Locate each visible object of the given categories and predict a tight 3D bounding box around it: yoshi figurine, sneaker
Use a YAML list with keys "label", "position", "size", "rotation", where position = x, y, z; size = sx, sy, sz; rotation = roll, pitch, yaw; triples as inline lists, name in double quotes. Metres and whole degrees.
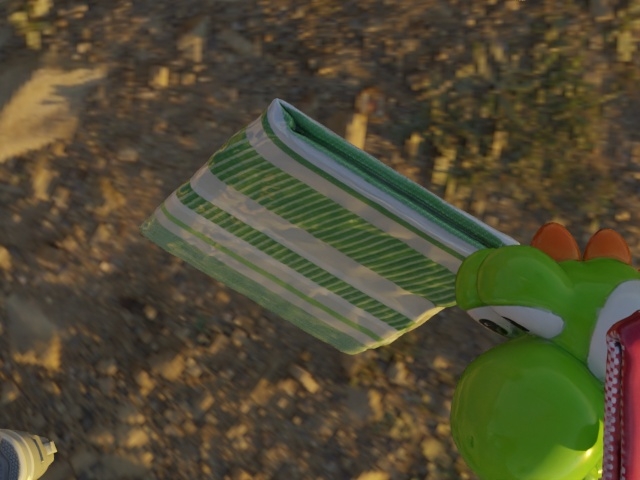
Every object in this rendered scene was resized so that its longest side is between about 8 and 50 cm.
- label: "yoshi figurine"
  position: [0.231, 0.144, 1.256]
  size: [0.362, 0.203, 0.203]
  rotation: [30, 127, -15]
- label: "sneaker"
  position: [-0.389, 0.256, 1.775]
  size: [0.281, 0.115, 0.105]
  rotation: [-15, 85, 22]

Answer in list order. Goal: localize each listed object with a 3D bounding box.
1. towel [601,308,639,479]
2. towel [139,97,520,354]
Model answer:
- label: "towel"
  position: [0.243, 0.067, 0.751]
  size: [0.275, 0.031, 0.199]
  rotation: [-18, 129, -16]
- label: "towel"
  position: [0.000, 0.000, 1.499]
  size: [0.248, 0.325, 0.038]
  rotation: [30, 66, -11]
